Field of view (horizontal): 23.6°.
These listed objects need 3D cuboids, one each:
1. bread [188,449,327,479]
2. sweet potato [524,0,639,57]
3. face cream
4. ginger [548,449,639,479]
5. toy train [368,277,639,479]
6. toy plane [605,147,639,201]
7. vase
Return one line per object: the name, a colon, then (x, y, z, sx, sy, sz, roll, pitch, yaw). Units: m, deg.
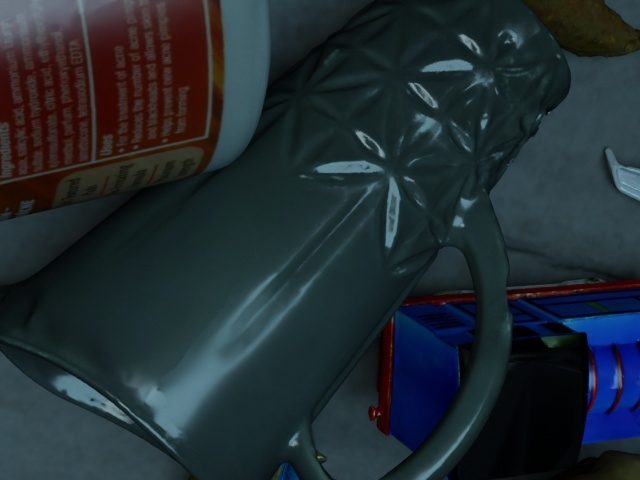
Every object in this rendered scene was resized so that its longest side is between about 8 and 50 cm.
bread: (-0.046, 0.149, 0.856, 0.072, 0.053, 0.106, 1, 107, -48)
sweet potato: (0.070, -0.175, 0.810, 0.314, 0.072, 0.066, 31, 98, -26)
face cream: (-0.140, -0.110, 0.661, 0.187, 0.201, 0.201, -15, 109, -20)
ginger: (0.186, 0.245, 0.910, 0.223, 0.269, 0.200, 29, 80, 12)
toy train: (0.133, 0.072, 0.869, 0.204, 0.131, 0.083, -4, 104, -23)
toy plane: (0.307, -0.024, 0.924, 0.251, 0.101, 0.255, -12, 127, 8)
vase: (0.000, 0.000, 0.771, 0.251, 0.156, 0.301, 41, 80, 16)
